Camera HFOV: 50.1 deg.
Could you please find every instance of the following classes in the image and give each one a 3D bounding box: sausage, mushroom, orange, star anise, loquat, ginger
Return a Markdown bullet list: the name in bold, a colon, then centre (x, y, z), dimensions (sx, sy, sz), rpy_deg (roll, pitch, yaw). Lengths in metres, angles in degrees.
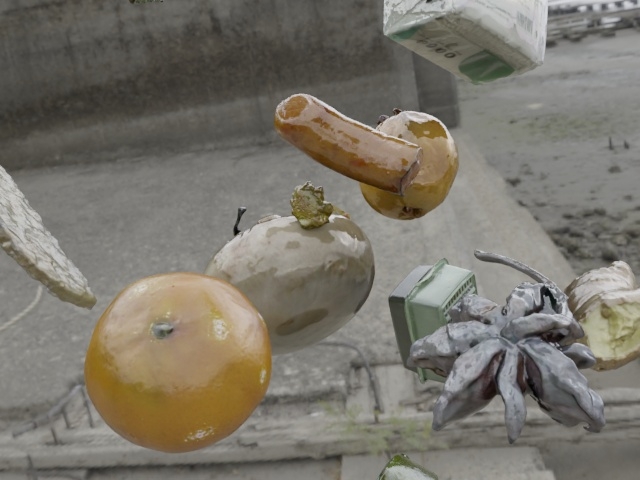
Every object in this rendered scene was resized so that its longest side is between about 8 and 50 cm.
- **sausage**: centre (0.045, -0.169, 1.190), dimensions (0.271, 0.108, 0.109), rpy_deg (27, 27, 9)
- **mushroom**: centre (-0.074, 0.061, 1.368), dimensions (0.363, 0.362, 0.294), rpy_deg (-17, 62, -21)
- **orange**: centre (-0.119, 0.097, 0.575), dimensions (0.156, 0.124, 0.156), rpy_deg (-4, 56, 6)
- **star anise**: centre (0.257, 0.142, 0.984), dimensions (0.316, 0.139, 0.359), rpy_deg (-29, 37, -23)
- **loquat**: centre (0.183, -0.152, 1.424), dimensions (0.193, 0.238, 0.238), rpy_deg (5, 11, -20)
- **ginger**: centre (0.495, 0.123, 1.160), dimensions (0.221, 0.130, 0.275), rpy_deg (-46, 2, 42)

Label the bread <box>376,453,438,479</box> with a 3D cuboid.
- **bread**: centre (0.112, 0.620, 1.380), dimensions (0.129, 0.381, 0.366), rpy_deg (25, 28, 15)

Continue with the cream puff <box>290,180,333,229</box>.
- **cream puff**: centre (-0.016, -0.061, 1.224), dimensions (0.083, 0.083, 0.058), rpy_deg (20, 5, 22)

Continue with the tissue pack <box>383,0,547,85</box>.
- **tissue pack**: centre (0.295, -0.488, 1.360), dimensions (0.194, 0.265, 0.357), rpy_deg (-3, -8, 43)

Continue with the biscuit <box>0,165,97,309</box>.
- **biscuit**: centre (-0.379, -0.016, 0.856), dimensions (0.032, 0.250, 0.133), rpy_deg (-39, -11, 1)

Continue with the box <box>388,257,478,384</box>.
- **box**: centre (0.298, 0.208, 1.751), dimensions (0.166, 0.290, 0.221), rpy_deg (9, 35, 38)

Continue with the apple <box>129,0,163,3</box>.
- **apple**: centre (-0.223, -0.508, 1.165), dimensions (0.254, 0.179, 0.346), rpy_deg (6, 27, 32)

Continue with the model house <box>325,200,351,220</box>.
- **model house**: centre (0.000, 0.000, 1.659), dimensions (0.208, 0.219, 0.136), rpy_deg (-19, -11, -4)
